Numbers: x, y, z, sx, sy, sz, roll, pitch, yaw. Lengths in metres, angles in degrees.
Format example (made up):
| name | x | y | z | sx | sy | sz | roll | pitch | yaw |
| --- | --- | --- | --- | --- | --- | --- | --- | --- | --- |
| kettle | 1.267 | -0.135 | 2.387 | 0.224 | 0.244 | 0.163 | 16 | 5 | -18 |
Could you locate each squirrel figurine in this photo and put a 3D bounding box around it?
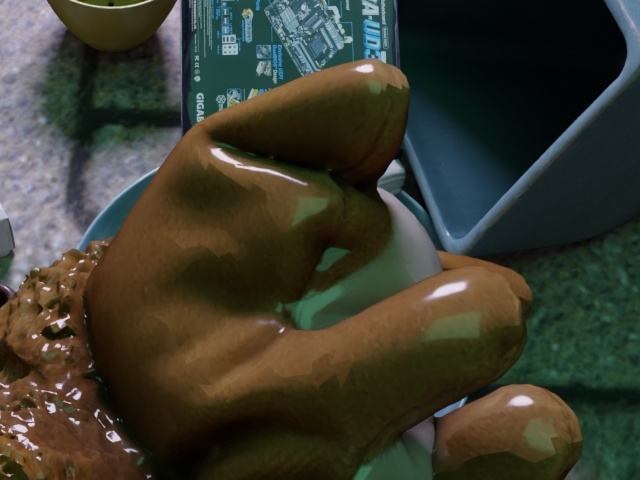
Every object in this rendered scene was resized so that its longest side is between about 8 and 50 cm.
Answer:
| name | x | y | z | sx | sy | sz | roll | pitch | yaw |
| --- | --- | --- | --- | --- | --- | --- | --- | --- | --- |
| squirrel figurine | -0.048 | 0.149 | 0.718 | 0.397 | 0.281 | 0.370 | -14 | 54 | 11 |

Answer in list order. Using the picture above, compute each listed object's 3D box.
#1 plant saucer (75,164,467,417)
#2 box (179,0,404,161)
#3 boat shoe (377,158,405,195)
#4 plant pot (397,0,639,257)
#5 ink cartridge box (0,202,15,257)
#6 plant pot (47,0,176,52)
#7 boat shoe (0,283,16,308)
| name | x | y | z | sx | sy | sz | roll | pitch | yaw |
| --- | --- | --- | --- | --- | --- | --- | --- | --- | --- |
| plant saucer | -0.038 | 0.064 | 0.958 | 0.318 | 0.043 | 0.317 | 3 | 58 | -5 |
| box | -0.025 | -0.168 | 1.005 | 0.175 | 0.051 | 0.220 | -2 | 77 | -3 |
| boat shoe | 0.000 | 0.000 | 0.946 | 0.184 | 0.066 | 0.063 | -31 | 88 | -31 |
| plant pot | 0.225 | -0.145 | 1.015 | 0.252 | 0.247 | 0.247 | 2 | 55 | -33 |
| ink cartridge box | -0.305 | -0.036 | 0.979 | 0.089 | 0.052 | 0.122 | -22 | 65 | -20 |
| plant pot | -0.181 | -0.221 | 1.086 | 0.134 | 0.095 | 0.134 | 3 | 59 | -5 |
| boat shoe | -0.313 | 0.158 | 0.814 | 0.123 | 0.123 | 0.342 | 37 | 61 | 15 |
